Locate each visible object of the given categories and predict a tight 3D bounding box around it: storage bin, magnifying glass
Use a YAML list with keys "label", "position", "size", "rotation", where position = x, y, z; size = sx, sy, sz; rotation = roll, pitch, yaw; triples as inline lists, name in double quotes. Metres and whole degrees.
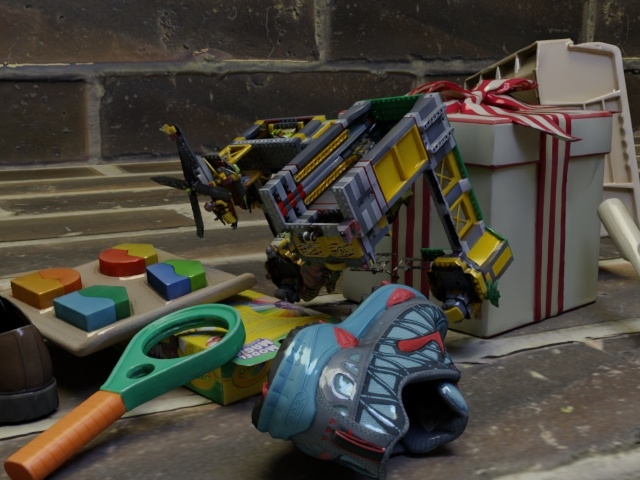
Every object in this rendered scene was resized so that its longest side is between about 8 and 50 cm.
- label: "storage bin"
  position: [0.306, -0.122, 1.255]
  size: [0.123, 0.261, 0.262]
  rotation: [-8, 0, -13]
- label: "magnifying glass"
  position: [-0.142, 0.108, 0.692]
  size: [0.092, 0.026, 0.231]
  rotation: [3, 27, 33]

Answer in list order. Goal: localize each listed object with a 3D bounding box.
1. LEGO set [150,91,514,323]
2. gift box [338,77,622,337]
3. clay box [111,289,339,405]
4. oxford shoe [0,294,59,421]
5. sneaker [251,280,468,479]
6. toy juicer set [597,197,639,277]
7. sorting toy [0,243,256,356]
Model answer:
- label: "LEGO set"
  position: [0.000, 0.000, 0.870]
  size: [0.331, 0.255, 0.192]
  rotation: [10, 41, 37]
- label: "gift box"
  position: [0.195, -0.053, 1.036]
  size: [0.276, 0.258, 0.255]
  rotation: [9, 15, 42]
- label: "clay box"
  position: [-0.087, 0.090, 0.839]
  size: [0.127, 0.053, 0.222]
  rotation: [-14, 19, -38]
- label: "oxford shoe"
  position: [-0.299, 0.081, 0.795]
  size: [0.227, 0.096, 0.082]
  rotation: [8, 16, 42]
- label: "sneaker"
  position: [0.055, 0.115, 0.690]
  size: [0.125, 0.104, 0.262]
  rotation: [29, 22, 20]
- label: "toy juicer set"
  position: [0.425, -0.013, 0.982]
  size: [0.328, 0.090, 0.209]
  rotation: [-4, 47, -36]
- label: "sorting toy"
  position: [-0.195, 0.043, 0.864]
  size: [0.208, 0.038, 0.193]
  rotation: [10, 23, 43]
